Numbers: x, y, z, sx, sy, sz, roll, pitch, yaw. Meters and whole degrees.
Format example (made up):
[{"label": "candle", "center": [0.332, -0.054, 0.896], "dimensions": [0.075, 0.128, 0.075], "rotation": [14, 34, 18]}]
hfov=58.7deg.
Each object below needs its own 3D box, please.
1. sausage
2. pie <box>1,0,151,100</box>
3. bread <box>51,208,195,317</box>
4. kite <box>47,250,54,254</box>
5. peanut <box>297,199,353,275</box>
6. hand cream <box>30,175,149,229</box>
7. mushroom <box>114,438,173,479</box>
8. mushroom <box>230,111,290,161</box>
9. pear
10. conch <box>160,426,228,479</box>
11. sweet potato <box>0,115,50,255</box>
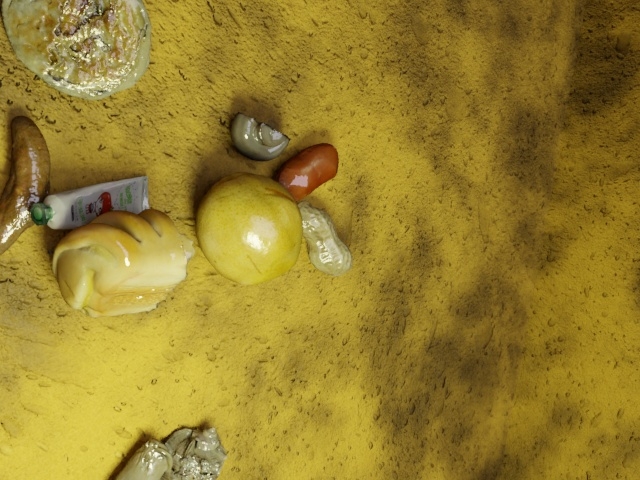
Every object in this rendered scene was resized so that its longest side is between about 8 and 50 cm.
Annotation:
[{"label": "sausage", "center": [-0.043, -0.220, 1.797], "dimensions": [0.258, 0.133, 0.133], "rotation": [-37, 116, -28]}, {"label": "pie", "center": [-0.558, -0.497, 1.329], "dimensions": [0.339, 0.077, 0.339], "rotation": [-6, 108, -21]}, {"label": "bread", "center": [-0.481, 0.044, 1.339], "dimensions": [0.270, 0.315, 0.211], "rotation": [-1, 58, -40]}, {"label": "kite", "center": [-0.598, 0.020, 1.419], "dimensions": [0.156, 0.011, 0.139], "rotation": [-10, 96, -41]}, {"label": "peanut", "center": [0.000, 0.000, 1.853], "dimensions": [0.136, 0.120, 0.298], "rotation": [-47, 118, -33]}, {"label": "hand cream", "center": [-0.537, -0.085, 1.378], "dimensions": [0.336, 0.076, 0.121], "rotation": [-20, 117, -61]}, {"label": "mushroom", "center": [-0.485, 0.719, 1.476], "dimensions": [0.177, 0.126, 0.397], "rotation": [5, 90, -26]}, {"label": "mushroom", "center": [-0.184, -0.293, 1.670], "dimensions": [0.188, 0.141, 0.117], "rotation": [18, 103, -37]}, {"label": "pear", "center": [-0.194, -0.038, 1.581], "dimensions": [0.314, 0.314, 0.314], "rotation": [-3, 95, -40]}, {"label": "conch", "center": [-0.369, 0.630, 1.593], "dimensions": [0.178, 0.163, 0.245], "rotation": [27, 90, -2]}, {"label": "sweet potato", "center": [-0.675, -0.111, 1.294], "dimensions": [0.114, 0.092, 0.342], "rotation": [12, 85, -15]}]
